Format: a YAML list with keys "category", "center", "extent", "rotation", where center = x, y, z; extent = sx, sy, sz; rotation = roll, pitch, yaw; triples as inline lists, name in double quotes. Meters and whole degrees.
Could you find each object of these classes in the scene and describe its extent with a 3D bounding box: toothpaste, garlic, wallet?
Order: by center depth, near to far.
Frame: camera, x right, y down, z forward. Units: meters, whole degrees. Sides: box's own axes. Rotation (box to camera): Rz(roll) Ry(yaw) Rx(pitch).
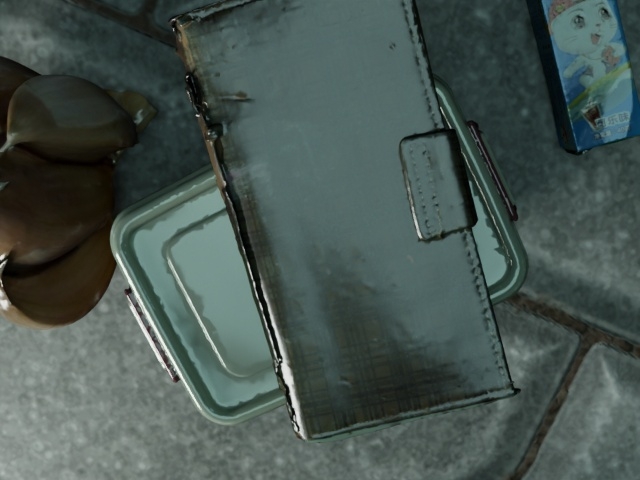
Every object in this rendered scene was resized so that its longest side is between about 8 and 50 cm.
- category: "wallet"
  center: [0.020, -0.021, 0.582]
  extent: [0.169, 0.044, 0.316]
  rotation: [-16, 98, 6]
- category: "garlic"
  center: [-0.251, -0.043, 0.691]
  extent: [0.160, 0.191, 0.214]
  rotation: [28, 112, 20]
- category: "toothpaste"
  center: [0.210, -0.209, 0.714]
  extent: [0.065, 0.050, 0.266]
  rotation: [-15, 99, 5]

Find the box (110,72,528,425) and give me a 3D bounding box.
- category: "box"
  center: [0.000, 0.000, 0.690]
  extent: [0.294, 0.167, 0.193]
  rotation: [-26, 97, 4]
